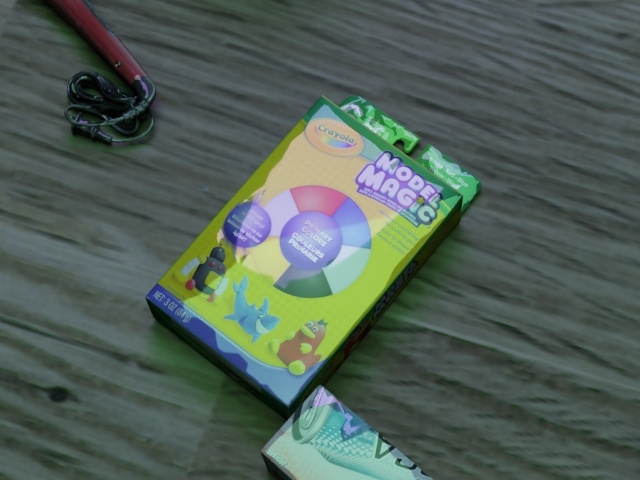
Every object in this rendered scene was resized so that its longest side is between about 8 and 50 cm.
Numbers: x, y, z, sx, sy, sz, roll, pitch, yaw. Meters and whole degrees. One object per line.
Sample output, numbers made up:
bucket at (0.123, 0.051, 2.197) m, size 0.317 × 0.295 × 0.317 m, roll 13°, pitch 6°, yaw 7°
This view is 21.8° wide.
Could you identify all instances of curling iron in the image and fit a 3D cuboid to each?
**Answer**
curling iron at (-0.207, -0.181, 1.231) m, size 0.068 × 0.035 × 0.274 m, roll -31°, pitch 71°, yaw -9°

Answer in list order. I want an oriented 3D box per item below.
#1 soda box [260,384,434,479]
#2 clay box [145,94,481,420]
soda box at (0.049, 0.178, 1.070) m, size 0.183 × 0.058 × 0.063 m, roll 39°, pitch 76°, yaw 15°
clay box at (0.000, 0.000, 1.143) m, size 0.127 × 0.053 × 0.222 m, roll 36°, pitch 75°, yaw 14°
